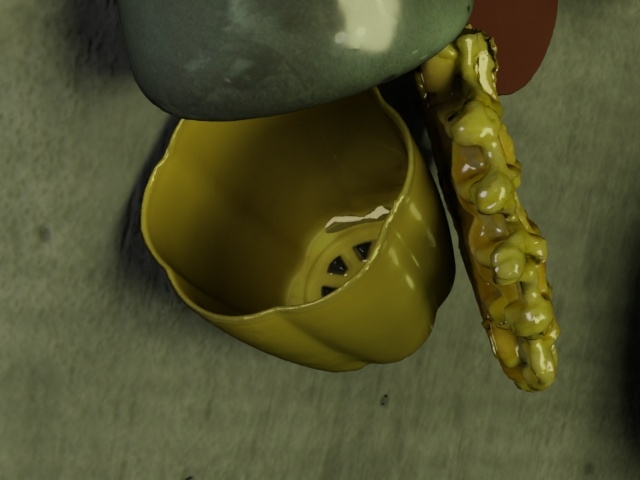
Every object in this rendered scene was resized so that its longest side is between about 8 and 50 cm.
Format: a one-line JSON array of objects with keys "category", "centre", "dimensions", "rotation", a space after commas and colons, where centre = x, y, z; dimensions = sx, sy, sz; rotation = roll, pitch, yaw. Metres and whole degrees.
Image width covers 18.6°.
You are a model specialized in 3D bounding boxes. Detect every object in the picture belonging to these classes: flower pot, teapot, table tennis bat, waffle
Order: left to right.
[{"category": "teapot", "centre": [-0.079, -0.231, 1.211], "dimensions": [0.223, 0.305, 0.285], "rotation": [-71, 148, -67]}, {"category": "flower pot", "centre": [0.000, 0.000, 1.339], "dimensions": [0.195, 0.195, 0.179], "rotation": [-63, 149, -14]}, {"category": "table tennis bat", "centre": [0.114, -0.200, 1.519], "dimensions": [0.246, 0.022, 0.138], "rotation": [28, 79, -49]}, {"category": "waffle", "centre": [0.112, -0.041, 1.371], "dimensions": [0.312, 0.060, 0.307], "rotation": [71, 3, -70]}]
